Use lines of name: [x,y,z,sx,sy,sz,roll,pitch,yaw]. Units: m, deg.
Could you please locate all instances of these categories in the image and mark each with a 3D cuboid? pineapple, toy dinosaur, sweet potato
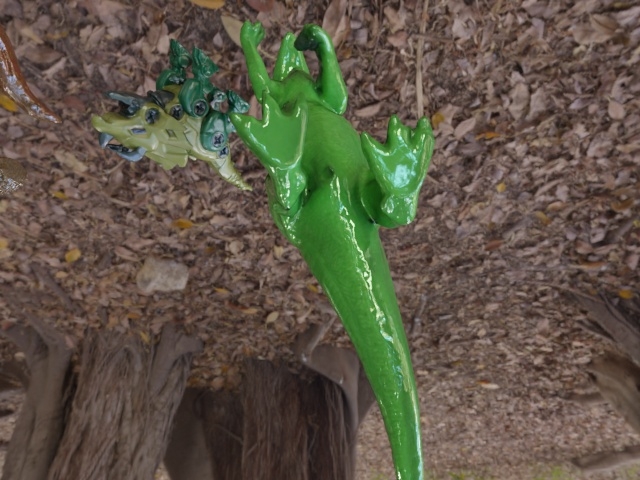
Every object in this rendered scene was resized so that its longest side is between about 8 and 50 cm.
pineapple: [-0.514,-0.078,0.706,0.124,0.058,0.058,-34,135,17]
toy dinosaur: [0.000,0.000,0.506,0.144,0.374,0.499,-10,101,-7]
sweet potato: [-0.640,-0.349,0.943,0.078,0.058,0.255,-25,129,-15]
toy dinosaur: [-0.155,-0.144,0.599,0.259,0.094,0.153,26,96,-54]
